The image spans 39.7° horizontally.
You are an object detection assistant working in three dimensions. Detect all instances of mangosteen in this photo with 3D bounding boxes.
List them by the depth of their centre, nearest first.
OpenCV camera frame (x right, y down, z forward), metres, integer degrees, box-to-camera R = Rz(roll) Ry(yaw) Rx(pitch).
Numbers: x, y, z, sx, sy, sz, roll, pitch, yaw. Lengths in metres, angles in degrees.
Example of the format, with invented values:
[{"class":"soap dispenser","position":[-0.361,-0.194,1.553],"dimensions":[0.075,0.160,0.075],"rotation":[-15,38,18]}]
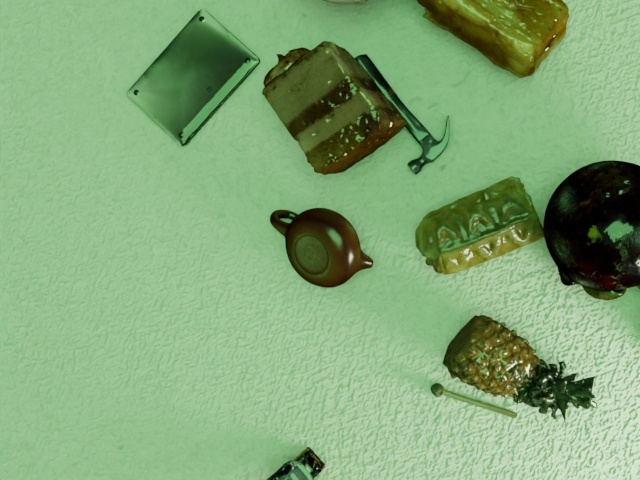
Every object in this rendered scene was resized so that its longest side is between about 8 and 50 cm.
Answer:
[{"class":"mangosteen","position":[0.590,-0.018,1.805],"dimensions":[0.288,0.288,0.288],"rotation":[0,89,6]}]

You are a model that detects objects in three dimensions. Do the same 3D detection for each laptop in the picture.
[{"class":"laptop","position":[-0.291,-0.371,2.016],"dimensions":[0.187,0.015,0.269],"rotation":[43,93,5]}]

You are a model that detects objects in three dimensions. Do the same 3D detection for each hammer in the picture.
[{"class":"hammer","position":[0.335,0.350,1.919],"dimensions":[0.195,0.060,0.028],"rotation":[17,90,2]},{"class":"hammer","position":[0.173,-0.299,1.956],"dimensions":[0.137,0.037,0.290],"rotation":[-39,86,4]}]

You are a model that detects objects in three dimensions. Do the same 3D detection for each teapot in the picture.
[{"class":"teapot","position":[0.000,0.000,1.933],"dimensions":[0.252,0.135,0.178],"rotation":[33,122,23]}]

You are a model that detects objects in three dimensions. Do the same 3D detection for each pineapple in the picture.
[{"class":"pineapple","position":[0.435,0.289,1.863],"dimensions":[0.340,0.169,0.169],"rotation":[29,92,-2]}]

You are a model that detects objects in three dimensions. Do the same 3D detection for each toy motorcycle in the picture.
[{"class":"toy motorcycle","position":[-0.108,0.564,1.906],"dimensions":[0.263,0.157,0.091],"rotation":[-43,82,1]}]

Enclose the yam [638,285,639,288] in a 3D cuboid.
[{"class":"yam","position":[0.811,-0.008,1.867],"dimensions":[0.356,0.081,0.081],"rotation":[-43,85,5]}]

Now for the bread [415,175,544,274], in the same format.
[{"class":"bread","position":[0.333,-0.026,1.890],"dimensions":[0.267,0.130,0.152],"rotation":[-23,95,5]}]

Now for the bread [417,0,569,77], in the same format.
[{"class":"bread","position":[0.355,-0.502,1.890],"dimensions":[0.344,0.149,0.195],"rotation":[38,81,6]}]

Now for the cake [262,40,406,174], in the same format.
[{"class":"cake","position":[0.019,-0.303,1.885],"dimensions":[0.198,0.196,0.293],"rotation":[-37,82,23]}]

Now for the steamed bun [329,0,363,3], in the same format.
[{"class":"steamed bun","position":[0.073,-0.673,1.841],"dimensions":[0.374,0.334,0.334],"rotation":[-44,85,0]}]
